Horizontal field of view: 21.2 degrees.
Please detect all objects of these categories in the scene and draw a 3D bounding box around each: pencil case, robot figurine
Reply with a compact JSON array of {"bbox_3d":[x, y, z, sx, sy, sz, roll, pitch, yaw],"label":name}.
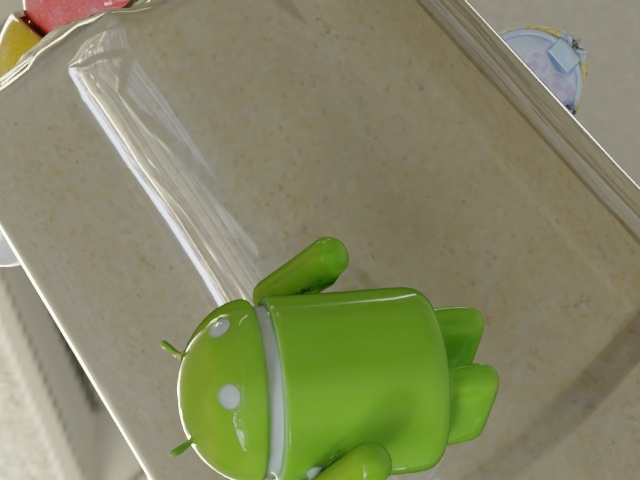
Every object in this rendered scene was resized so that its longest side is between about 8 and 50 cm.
[{"bbox_3d":[0.211,-0.164,1.751,0.124,0.113,0.273,-55,-2,8],"label":"pencil case"},{"bbox_3d":[0.002,0.051,0.602,0.067,0.115,0.101,102,161,-54],"label":"robot figurine"}]

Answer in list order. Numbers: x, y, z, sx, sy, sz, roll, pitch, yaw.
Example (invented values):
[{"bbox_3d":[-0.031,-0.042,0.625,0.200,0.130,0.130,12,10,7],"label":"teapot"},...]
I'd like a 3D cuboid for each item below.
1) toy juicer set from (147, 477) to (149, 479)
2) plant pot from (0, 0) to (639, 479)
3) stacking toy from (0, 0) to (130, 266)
[{"bbox_3d":[-0.152,0.367,1.361,0.089,0.209,0.329,-7,-47,-38],"label":"toy juicer set"},{"bbox_3d":[0.000,0.000,0.811,0.305,0.334,0.334,53,-136,-11],"label":"plant pot"},{"bbox_3d":[-0.200,-0.179,1.644,0.480,0.350,0.351,-54,-40,4],"label":"stacking toy"}]
